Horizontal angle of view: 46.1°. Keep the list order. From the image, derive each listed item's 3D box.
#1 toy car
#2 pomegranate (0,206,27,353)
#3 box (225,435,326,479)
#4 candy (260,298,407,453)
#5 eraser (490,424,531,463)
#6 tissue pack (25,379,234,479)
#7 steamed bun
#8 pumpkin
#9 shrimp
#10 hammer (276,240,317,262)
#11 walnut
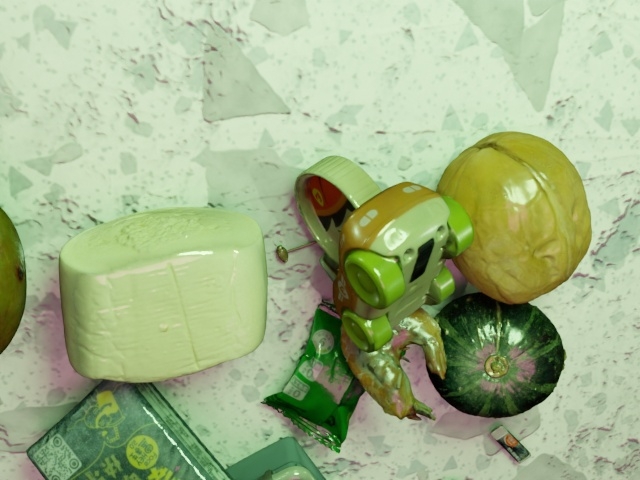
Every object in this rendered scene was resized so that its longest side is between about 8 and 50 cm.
[{"bbox_3d":[0.054,-0.003,0.928,0.145,0.235,0.235,-33,119,-24],"label":"toy car"},{"bbox_3d":[-0.489,0.017,0.831,0.291,0.291,0.323,-28,74,4],"label":"pomegranate"},{"bbox_3d":[-0.048,0.419,1.137,0.162,0.130,0.227,-29,115,5],"label":"box"},{"bbox_3d":[0.022,0.198,1.077,0.141,0.078,0.203,25,103,-19],"label":"candy"},{"bbox_3d":[0.309,0.331,1.216,0.027,0.019,0.099,-40,113,10],"label":"eraser"},{"bbox_3d":[-0.250,0.322,1.021,0.185,0.081,0.257,-42,84,7],"label":"tissue pack"},{"bbox_3d":[-0.192,0.062,0.935,0.250,0.155,0.200,-7,119,-13],"label":"steamed bun"},{"bbox_3d":[0.242,0.161,1.054,0.190,0.146,0.190,3,97,25],"label":"pumpkin"},{"bbox_3d":[0.105,0.157,1.010,0.132,0.052,0.187,-33,78,13],"label":"shrimp"},{"bbox_3d":[0.000,0.000,1.016,0.123,0.014,0.029,-19,127,-2],"label":"hammer"},{"bbox_3d":[0.246,-0.030,0.956,0.193,0.193,0.225,-33,122,6],"label":"walnut"}]
